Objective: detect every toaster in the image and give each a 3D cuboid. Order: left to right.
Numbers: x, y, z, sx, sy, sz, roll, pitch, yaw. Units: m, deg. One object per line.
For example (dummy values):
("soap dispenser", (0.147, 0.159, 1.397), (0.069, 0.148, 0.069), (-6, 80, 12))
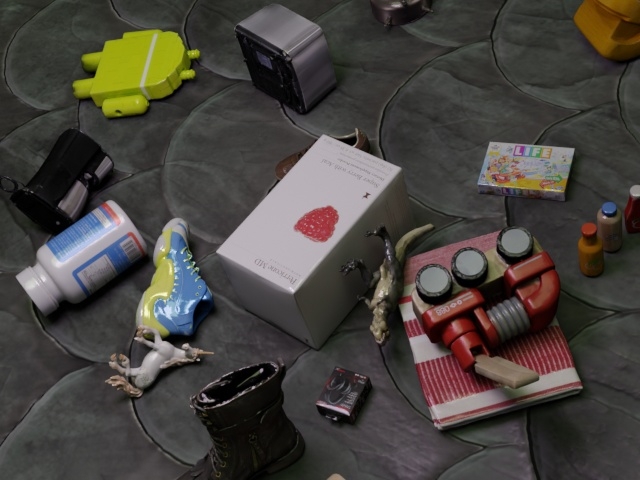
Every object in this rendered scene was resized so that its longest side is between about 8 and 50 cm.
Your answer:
("toaster", (-0.065, -0.357, 2.124), (0.110, 0.168, 0.185), (-41, 52, -18))

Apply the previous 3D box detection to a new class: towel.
("towel", (0.255, 0.136, 1.720), (0.237, 0.037, 0.329), (-16, 50, 3))

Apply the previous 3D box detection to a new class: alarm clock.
("alarm clock", (0.163, -0.531, 2.268), (0.129, 0.064, 0.192), (-17, 46, 3))

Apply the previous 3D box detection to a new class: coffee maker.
("coffee maker", (-0.506, -0.129, 2.072), (0.120, 0.171, 0.178), (-3, 48, 35))

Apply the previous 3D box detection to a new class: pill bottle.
("pill bottle", (-0.435, 0.036, 1.948), (0.221, 0.124, 0.124), (-36, 51, -14))

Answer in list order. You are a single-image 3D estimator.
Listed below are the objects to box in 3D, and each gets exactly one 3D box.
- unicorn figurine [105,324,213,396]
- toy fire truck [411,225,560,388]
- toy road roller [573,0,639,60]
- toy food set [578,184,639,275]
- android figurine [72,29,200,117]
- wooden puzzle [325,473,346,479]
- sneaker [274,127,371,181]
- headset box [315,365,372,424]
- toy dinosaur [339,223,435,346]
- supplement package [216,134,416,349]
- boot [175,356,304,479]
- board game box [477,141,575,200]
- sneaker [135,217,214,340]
("unicorn figurine", (-0.277, 0.197, 1.802), (0.162, 0.111, 0.060), (-44, 20, 7))
("toy fire truck", (0.278, 0.121, 1.619), (0.217, 0.158, 0.246), (-25, 62, -6))
("toy road roller", (0.628, -0.460, 2.014), (0.329, 0.241, 0.203), (5, 42, -28))
("toy food set", (0.528, -0.021, 1.717), (0.232, 0.105, 0.111), (-6, 51, 12))
("android figurine", (-0.392, -0.366, 2.303), (0.272, 0.056, 0.248), (-6, 51, 13))
("wooden puzzle", (0.015, 0.474, 1.518), (0.221, 0.044, 0.238), (-40, 48, -16))
("sneaker", (-0.001, -0.167, 2.015), (0.188, 0.071, 0.066), (-17, 50, 2))
("headset box", (0.036, 0.248, 1.696), (0.062, 0.032, 0.083), (15, 57, 26))
("toy dinosaur", (0.103, 0.045, 1.744), (0.064, 0.118, 0.268), (-16, 39, 45))
("supplement package", (0.000, 0.000, 1.812), (0.177, 0.175, 0.293), (26, 64, 31))
("boot", (-0.148, 0.289, 1.588), (0.263, 0.229, 0.091), (-31, 50, -9))
("board game box", (0.365, -0.123, 1.899), (0.154, 0.026, 0.103), (6, 54, 21))
("sneaker", (-0.238, 0.073, 1.895), (0.126, 0.091, 0.240), (8, 61, 7))
